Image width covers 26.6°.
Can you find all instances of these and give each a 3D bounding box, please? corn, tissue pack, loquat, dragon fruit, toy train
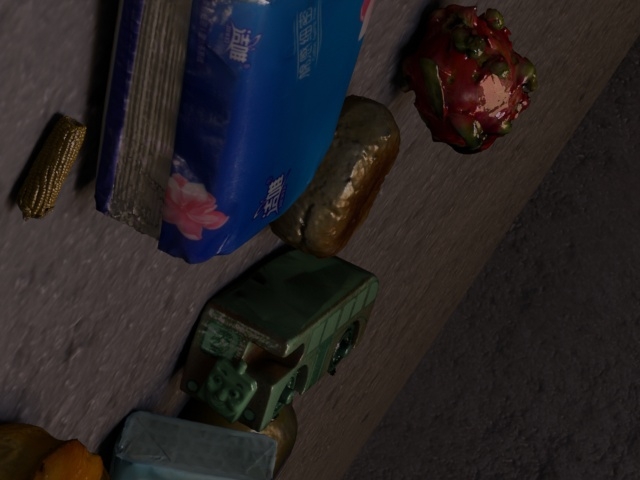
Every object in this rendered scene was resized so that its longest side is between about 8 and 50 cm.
[{"bbox_3d":[-0.191,-0.049,0.957,0.083,0.028,0.027,-60,-173,12],"label":"corn"},{"bbox_3d":[-0.165,0.311,1.565,0.089,0.177,0.263,-84,-170,-45],"label":"tissue pack"},{"bbox_3d":[-0.109,0.252,1.699,0.195,0.152,0.152,-49,167,2],"label":"loquat"},{"bbox_3d":[0.175,-0.200,1.633,0.160,0.166,0.172,-22,136,13],"label":"dragon fruit"},{"bbox_3d":[-0.055,-0.135,1.005,0.209,0.137,0.270,-43,162,-40],"label":"tissue pack"},{"bbox_3d":[-0.040,0.102,1.631,0.326,0.129,0.159,-33,147,-58],"label":"toy train"}]

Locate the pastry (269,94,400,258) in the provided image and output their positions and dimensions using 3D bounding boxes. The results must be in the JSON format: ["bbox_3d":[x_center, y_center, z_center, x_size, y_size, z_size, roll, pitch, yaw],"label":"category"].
[{"bbox_3d":[0.016,-0.071,1.495,0.182,0.093,0.192,-57,171,-4],"label":"pastry"}]

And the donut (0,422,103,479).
[{"bbox_3d":[-0.287,0.269,1.161,0.253,0.118,0.253,-49,164,-19],"label":"donut"}]

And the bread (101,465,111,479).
[{"bbox_3d":[-0.254,0.254,1.377,0.085,0.053,0.085,-31,149,-20],"label":"bread"}]
